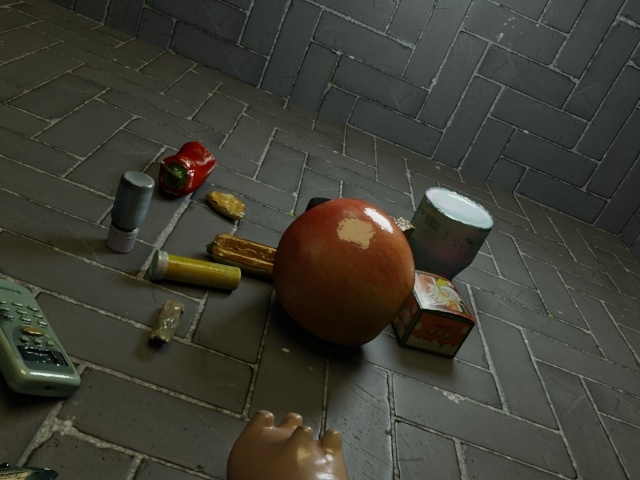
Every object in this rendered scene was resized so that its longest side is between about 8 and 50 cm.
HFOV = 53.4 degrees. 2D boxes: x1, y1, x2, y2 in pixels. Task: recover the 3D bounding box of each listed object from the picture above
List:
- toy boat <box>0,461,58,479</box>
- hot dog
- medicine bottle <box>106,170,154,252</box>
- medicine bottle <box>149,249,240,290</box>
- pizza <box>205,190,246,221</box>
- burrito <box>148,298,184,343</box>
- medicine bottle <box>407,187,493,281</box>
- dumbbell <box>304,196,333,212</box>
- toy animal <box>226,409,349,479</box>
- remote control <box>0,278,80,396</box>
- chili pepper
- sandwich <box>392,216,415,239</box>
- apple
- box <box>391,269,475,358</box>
[{"bbox_3d":[-0.463,0.360,0.945,0.141,0.055,0.060,4,39,-35],"label":"toy boat"},{"bbox_3d":[-0.196,0.050,1.757,0.250,0.076,0.104,14,47,-13],"label":"hot dog"},{"bbox_3d":[-0.475,-0.067,1.578,0.083,0.203,0.083,20,24,-9],"label":"medicine bottle"},{"bbox_3d":[-0.311,0.079,1.597,0.218,0.074,0.074,13,28,-26],"label":"medicine bottle"},{"bbox_3d":[-0.292,-0.107,2.007,0.160,0.036,0.099,36,28,21],"label":"pizza"},{"bbox_3d":[-0.339,0.181,1.411,0.051,0.042,0.171,11,25,-4],"label":"burrito"},{"bbox_3d":[0.393,0.008,2.089,0.244,0.290,0.245,18,28,-10],"label":"medicine bottle"},{"bbox_3d":[0.000,0.000,1.843,0.152,0.218,0.152,20,25,-10],"label":"dumbbell"},{"bbox_3d":[-0.045,0.425,1.015,0.237,0.270,0.326,11,-3,-28],"label":"toy animal"},{"bbox_3d":[-0.557,0.172,1.186,0.296,0.056,0.140,44,7,34],"label":"remote control"},{"bbox_3d":[-0.431,-0.200,1.954,0.134,0.131,0.338,47,19,-12],"label":"chili pepper"},{"bbox_3d":[0.183,0.038,1.933,0.065,0.215,0.186,40,30,26],"label":"sandwich"},{"bbox_3d":[0.067,0.086,1.595,0.363,0.364,0.364,20,26,-10],"label":"apple"},{"bbox_3d":[0.308,0.203,1.806,0.177,0.148,0.195,17,27,-17],"label":"box"}]
